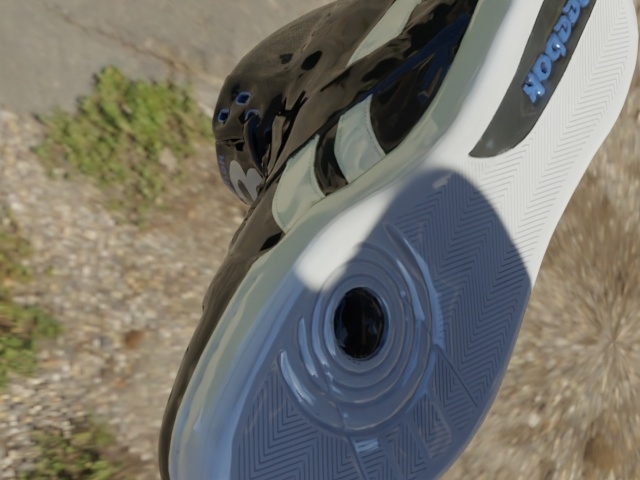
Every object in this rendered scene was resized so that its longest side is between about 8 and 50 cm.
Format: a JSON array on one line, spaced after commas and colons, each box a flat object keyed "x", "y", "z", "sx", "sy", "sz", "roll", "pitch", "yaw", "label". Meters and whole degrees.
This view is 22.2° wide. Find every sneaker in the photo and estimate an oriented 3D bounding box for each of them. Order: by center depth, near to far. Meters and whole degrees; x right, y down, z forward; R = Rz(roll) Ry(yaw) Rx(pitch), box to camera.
[{"x": 0.000, "y": 0.000, "z": 0.473, "sx": 0.079, "sy": 0.121, "sz": 0.217, "roll": 55, "pitch": 54, "yaw": -27, "label": "sneaker"}]
